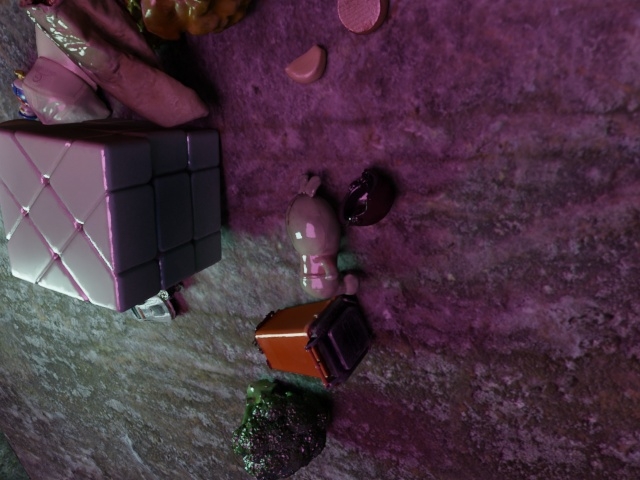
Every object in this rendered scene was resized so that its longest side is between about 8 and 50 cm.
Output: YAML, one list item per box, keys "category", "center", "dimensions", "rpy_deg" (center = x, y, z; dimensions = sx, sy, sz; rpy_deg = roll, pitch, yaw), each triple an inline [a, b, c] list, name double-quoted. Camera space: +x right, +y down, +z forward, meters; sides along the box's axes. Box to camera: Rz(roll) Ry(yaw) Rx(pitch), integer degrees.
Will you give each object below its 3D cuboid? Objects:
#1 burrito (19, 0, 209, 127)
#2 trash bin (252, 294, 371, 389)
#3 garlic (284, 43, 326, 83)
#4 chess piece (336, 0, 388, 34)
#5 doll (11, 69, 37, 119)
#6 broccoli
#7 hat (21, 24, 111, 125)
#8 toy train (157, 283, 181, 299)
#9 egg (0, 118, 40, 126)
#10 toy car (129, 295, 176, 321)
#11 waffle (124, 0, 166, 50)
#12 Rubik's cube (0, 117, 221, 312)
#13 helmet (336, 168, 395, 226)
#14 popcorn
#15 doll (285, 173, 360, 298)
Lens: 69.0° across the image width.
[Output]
- category: "burrito"
  center: [-0.361, -0.333, 0.846]
  dimensions: [0.190, 0.135, 0.332]
  rpy_deg: [29, 166, 37]
- category: "trash bin"
  center: [-0.030, 0.230, 1.054]
  dimensions: [0.238, 0.184, 0.161]
  rpy_deg: [-12, 109, 40]
- category: "garlic"
  center: [-0.021, -0.309, 0.831]
  dimensions: [0.083, 0.041, 0.053]
  rpy_deg: [-31, 85, 30]
- category: "chess piece"
  center: [0.067, -0.374, 0.745]
  dimensions: [0.083, 0.038, 0.084]
  rpy_deg: [12, 121, 21]
- category: "doll"
  center: [-0.753, -0.366, 1.199]
  dimensions: [0.098, 0.058, 0.143]
  rpy_deg: [32, 133, 9]
- category: "broccoli"
  center: [-0.112, 0.484, 1.218]
  dimensions: [0.270, 0.270, 0.270]
  rpy_deg: [46, 139, 47]
- category: "hat"
  center: [-0.607, -0.379, 1.059]
  dimensions: [0.219, 0.164, 0.226]
  rpy_deg: [25, 147, 14]
- category: "toy train"
  center: [-0.422, 0.067, 1.251]
  dimensions: [0.081, 0.060, 0.202]
  rpy_deg: [22, 123, 24]
- category: "egg"
  center: [-0.704, -0.166, 1.179]
  dimensions: [0.218, 0.218, 0.295]
  rpy_deg: [-24, 113, 36]
- category: "toy car"
  center: [-0.507, 0.199, 1.376]
  dimensions: [0.204, 0.056, 0.095]
  rpy_deg: [-7, 114, 31]
- category: "waffle"
  center: [-0.369, -0.494, 0.917]
  dimensions: [0.243, 0.059, 0.238]
  rpy_deg: [5, 122, 30]
- category: "Rubik's cube"
  center: [-0.426, -0.080, 0.981]
  dimensions: [0.318, 0.316, 0.322]
  rpy_deg: [12, 112, 23]
- category: "helmet"
  center: [0.091, -0.070, 0.873]
  dimensions: [0.070, 0.098, 0.123]
  rpy_deg: [20, 136, -20]
- category: "popcorn"
  center: [-0.227, -0.446, 0.735]
  dimensions: [0.205, 0.251, 0.237]
  rpy_deg: [16, 127, 24]
- category: "doll"
  center: [-0.010, 0.008, 0.942]
  dimensions: [0.155, 0.113, 0.275]
  rpy_deg: [21, 133, 61]
